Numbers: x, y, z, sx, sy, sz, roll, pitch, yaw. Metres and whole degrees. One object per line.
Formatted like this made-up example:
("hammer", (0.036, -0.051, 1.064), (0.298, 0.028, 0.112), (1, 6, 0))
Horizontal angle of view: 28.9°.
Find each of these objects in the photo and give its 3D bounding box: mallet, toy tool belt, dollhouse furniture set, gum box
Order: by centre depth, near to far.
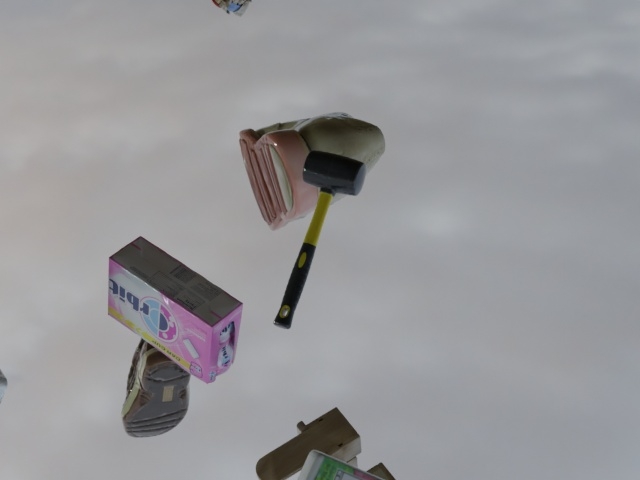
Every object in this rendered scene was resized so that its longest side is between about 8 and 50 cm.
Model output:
("mallet", (0.000, 0.000, 1.251), (0.062, 0.190, 0.039), (7, 163, 14))
("gum box", (-0.186, 0.091, 1.601), (0.188, 0.107, 0.062), (32, -134, 22))
("dollhouse furniture set", (0.039, 0.465, 1.754), (0.173, 0.356, 0.303), (-29, -124, -18))
("toy tool belt", (-0.127, -0.367, 1.848), (0.052, 0.051, 0.083), (46, -163, 10))

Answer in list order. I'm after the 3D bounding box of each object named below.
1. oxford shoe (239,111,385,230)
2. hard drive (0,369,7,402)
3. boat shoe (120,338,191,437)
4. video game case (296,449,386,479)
("oxford shoe", (-0.014, -0.097, 1.635), (0.146, 0.141, 0.397), (-20, -170, -10))
("hard drive", (-0.571, 0.129, 1.593), (0.307, 0.040, 0.203), (19, -176, -28))
("boat shoe", (-0.232, 0.193, 1.778), (0.095, 0.257, 0.095), (1, -123, -21))
("video game case", (0.033, 0.291, 0.942), (0.193, 0.212, 0.023), (27, 173, -19))
